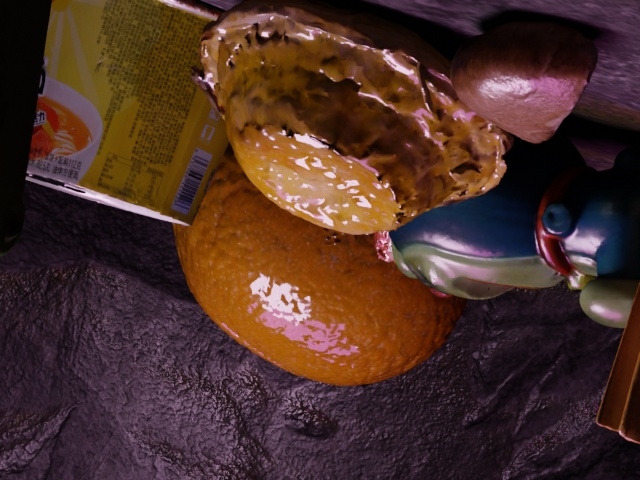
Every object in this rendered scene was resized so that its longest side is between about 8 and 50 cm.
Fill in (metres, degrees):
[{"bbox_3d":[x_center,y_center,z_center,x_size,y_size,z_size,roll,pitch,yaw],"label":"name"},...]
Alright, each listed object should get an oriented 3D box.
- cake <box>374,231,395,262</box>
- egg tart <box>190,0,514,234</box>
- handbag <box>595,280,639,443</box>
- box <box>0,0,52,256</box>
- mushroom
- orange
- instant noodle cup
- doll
[{"bbox_3d":[0.172,-0.031,1.970,0.158,0.159,0.262,12,176,29],"label":"cake"},{"bbox_3d":[0.017,-0.088,1.555,0.295,0.116,0.295,19,158,8],"label":"egg tart"},{"bbox_3d":[0.458,0.102,1.552,0.401,0.283,0.133,19,174,-5],"label":"handbag"},{"bbox_3d":[-0.302,-0.144,1.294,0.178,0.328,0.253,4,175,16],"label":"box"},{"bbox_3d":[0.144,-0.118,1.369,0.094,0.072,0.210,27,177,-5],"label":"mushroom"},{"bbox_3d":[0.000,0.000,2.138,0.357,0.322,0.322,26,175,-12],"label":"orange"},{"bbox_3d":[-0.192,-0.135,1.794,0.264,0.200,0.264,17,178,1],"label":"instant noodle cup"},{"bbox_3d":[0.194,-0.025,1.720,0.322,0.186,0.198,11,-176,27],"label":"doll"}]
